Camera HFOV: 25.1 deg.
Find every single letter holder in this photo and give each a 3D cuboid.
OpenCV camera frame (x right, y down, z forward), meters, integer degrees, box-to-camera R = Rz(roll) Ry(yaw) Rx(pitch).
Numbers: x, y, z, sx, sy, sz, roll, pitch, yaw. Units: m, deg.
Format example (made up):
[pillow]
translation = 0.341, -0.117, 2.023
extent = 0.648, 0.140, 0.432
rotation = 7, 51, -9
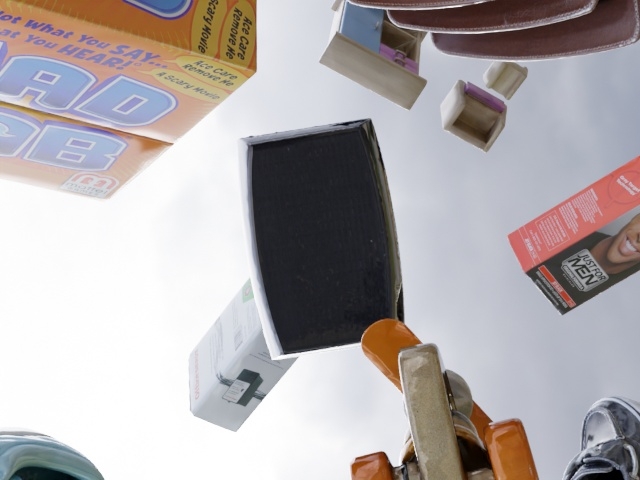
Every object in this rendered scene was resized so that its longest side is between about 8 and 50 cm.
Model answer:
[letter holder]
translation = 0.173, -0.286, 1.536
extent = 0.152, 0.302, 0.214
rotation = -20, -74, -39

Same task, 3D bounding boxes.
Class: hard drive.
[hard drive]
translation = 0.000, 0.000, 1.599
extent = 0.054, 0.172, 0.254
rotation = -56, -42, -86

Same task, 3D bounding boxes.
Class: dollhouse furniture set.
[dollhouse furniture set]
translation = 0.178, -0.335, 1.878
extent = 0.286, 0.303, 0.198
rotation = 27, -150, -10

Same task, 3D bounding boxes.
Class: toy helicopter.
[toy helicopter]
translation = 0.116, 0.221, 1.249
extent = 0.235, 0.140, 0.355
rotation = -102, -6, -46

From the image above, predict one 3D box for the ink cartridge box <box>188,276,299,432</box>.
[ink cartridge box]
translation = -0.114, 0.169, 2.212
extent = 0.087, 0.208, 0.153
rotation = 27, -151, -23

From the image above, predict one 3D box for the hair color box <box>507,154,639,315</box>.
[hair color box]
translation = 0.220, -0.009, 1.079
extent = 0.072, 0.141, 0.043
rotation = 43, -161, -44

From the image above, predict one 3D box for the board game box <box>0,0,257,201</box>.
[board game box]
translation = -0.303, -0.296, 1.478
extent = 0.357, 0.356, 0.356
rotation = 12, -116, -29

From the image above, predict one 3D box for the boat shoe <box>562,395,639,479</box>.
[boat shoe]
translation = 0.300, 0.254, 1.482
extent = 0.102, 0.108, 0.301
rotation = 23, -150, -15

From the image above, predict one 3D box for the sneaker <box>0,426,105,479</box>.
[sneaker]
translation = -0.372, 0.253, 1.433
extent = 0.366, 0.150, 0.135
rotation = -7, -81, -45
